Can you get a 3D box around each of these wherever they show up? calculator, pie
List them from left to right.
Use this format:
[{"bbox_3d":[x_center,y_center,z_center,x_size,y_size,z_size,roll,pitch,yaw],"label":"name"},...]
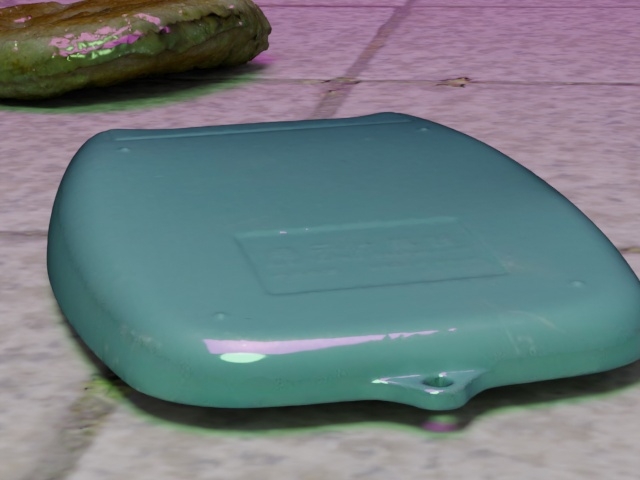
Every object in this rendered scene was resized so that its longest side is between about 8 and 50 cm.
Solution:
[{"bbox_3d":[-0.201,-0.171,1.344,0.323,0.070,0.323,-4,14,1],"label":"pie"},{"bbox_3d":[0.000,0.000,0.746,0.256,0.054,0.386,-5,19,-13],"label":"calculator"}]
